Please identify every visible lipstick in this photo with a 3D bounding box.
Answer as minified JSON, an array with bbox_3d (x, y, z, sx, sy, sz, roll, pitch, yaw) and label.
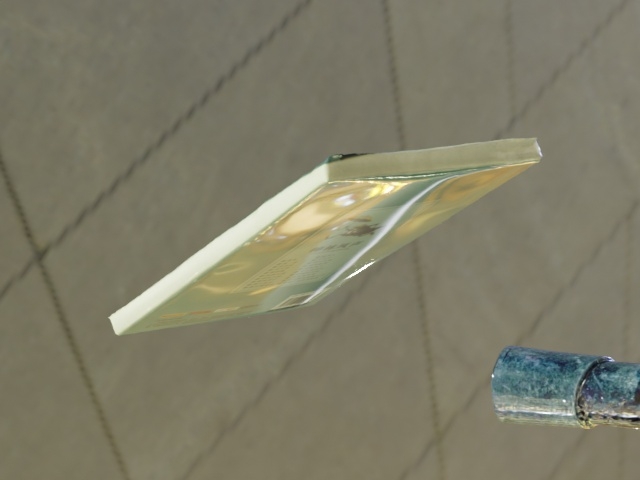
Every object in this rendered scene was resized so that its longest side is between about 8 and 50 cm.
[{"bbox_3d":[0.228,0.099,1.180,0.053,0.234,0.053,-2,92,-60],"label":"lipstick"}]

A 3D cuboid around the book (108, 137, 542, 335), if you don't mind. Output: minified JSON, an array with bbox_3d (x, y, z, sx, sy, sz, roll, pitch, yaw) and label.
[{"bbox_3d":[0.000,0.000,1.718,0.264,0.031,0.379,-8,162,-40],"label":"book"}]
